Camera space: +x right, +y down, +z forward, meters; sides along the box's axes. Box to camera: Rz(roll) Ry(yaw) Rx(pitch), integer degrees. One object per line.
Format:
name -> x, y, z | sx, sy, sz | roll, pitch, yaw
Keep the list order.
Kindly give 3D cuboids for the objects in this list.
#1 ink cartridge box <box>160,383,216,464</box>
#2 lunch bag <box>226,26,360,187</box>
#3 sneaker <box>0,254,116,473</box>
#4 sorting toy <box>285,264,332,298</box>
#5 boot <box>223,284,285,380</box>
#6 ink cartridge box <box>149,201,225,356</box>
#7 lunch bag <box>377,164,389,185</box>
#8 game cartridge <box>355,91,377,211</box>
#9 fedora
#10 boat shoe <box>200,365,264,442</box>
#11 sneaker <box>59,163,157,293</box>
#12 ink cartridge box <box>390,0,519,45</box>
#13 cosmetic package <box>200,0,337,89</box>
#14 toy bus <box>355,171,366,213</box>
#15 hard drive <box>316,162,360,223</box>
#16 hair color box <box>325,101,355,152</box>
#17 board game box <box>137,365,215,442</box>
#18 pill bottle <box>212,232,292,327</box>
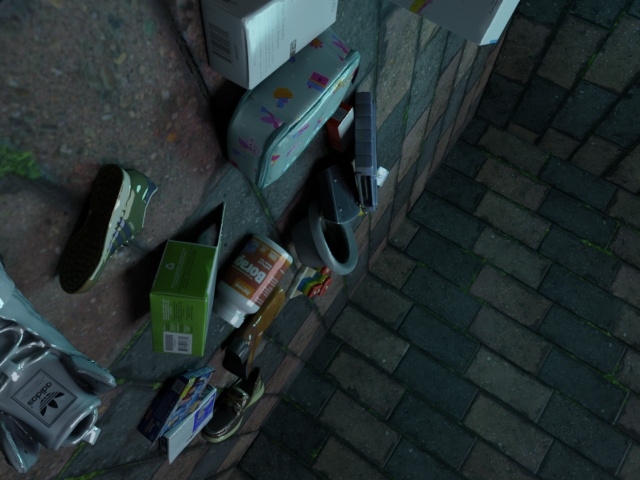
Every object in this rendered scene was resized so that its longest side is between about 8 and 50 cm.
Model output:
ink cartridge box -> -0.421, 0.584, 1.492 | 0.206, 0.045, 0.208 | -44, 159, -43
lunch bag -> -0.047, -0.234, 0.846 | 0.279, 0.108, 0.224 | -51, 179, -18
sneaker -> -0.331, 0.102, 0.475 | 0.137, 0.210, 0.366 | -48, 162, -35
sorting toy -> 0.004, 0.113, 1.816 | 0.257, 0.089, 0.255 | -61, 165, 11
boot -> -0.218, 0.310, 1.578 | 0.280, 0.096, 0.264 | -56, 160, -36
ink cartridge box -> -0.253, 0.067, 0.920 | 0.255, 0.097, 0.189 | -92, -166, -45
lunch bag -> 0.233, -0.259, 1.875 | 0.071, 0.053, 0.083 | -61, 156, 8
game cartridge -> 0.138, -0.246, 1.372 | 0.355, 0.068, 0.230 | 62, 32, -74
fedora -> 0.000, 0.000, 1.407 | 0.124, 0.244, 0.275 | -20, 179, 22
boat shoe -> -0.318, 0.591, 1.734 | 0.342, 0.123, 0.123 | -36, 140, -55
sneaker -> -0.289, -0.011, 0.661 | 0.192, 0.064, 0.086 | -63, 160, 10
ink cartridge box -> 0.286, -0.566, 0.986 | 0.198, 0.270, 0.197 | -37, 156, -53
cosmetic package -> -0.064, -0.339, 0.689 | 0.231, 0.085, 0.117 | -49, 163, -27
toy bus -> 0.128, -0.139, 1.674 | 0.202, 0.104, 0.191 | -45, 161, -38
hard drive -> 0.056, -0.140, 1.379 | 0.254, 0.054, 0.172 | -31, 112, -68
hair color box -> 0.055, -0.297, 1.236 | 0.072, 0.043, 0.141 | -56, 164, -10
board game box -> -0.379, 0.429, 1.288 | 0.194, 0.060, 0.194 | -59, 166, 3
pill bottle -> -0.175, 0.100, 1.149 | 0.216, 0.121, 0.121 | -55, 165, -11
